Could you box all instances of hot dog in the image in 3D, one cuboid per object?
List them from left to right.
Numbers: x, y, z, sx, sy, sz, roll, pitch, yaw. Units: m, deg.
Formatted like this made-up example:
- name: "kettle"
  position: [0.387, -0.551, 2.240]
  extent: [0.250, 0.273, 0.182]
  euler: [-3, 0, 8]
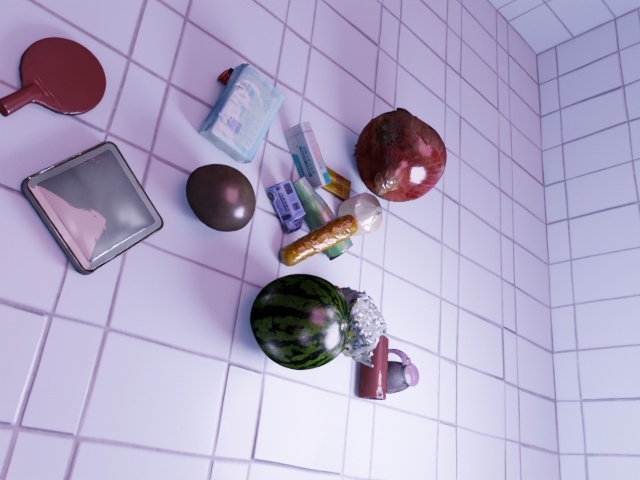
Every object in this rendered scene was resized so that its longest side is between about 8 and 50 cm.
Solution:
- name: "hot dog"
  position: [-0.001, 0.001, 1.896]
  extent: [0.286, 0.061, 0.087]
  euler: [-32, 110, -16]

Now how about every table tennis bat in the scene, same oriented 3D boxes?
- name: "table tennis bat"
  position: [-0.663, -0.392, 1.448]
  extent: [0.200, 0.038, 0.310]
  euler: [55, 45, -17]

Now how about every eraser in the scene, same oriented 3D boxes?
- name: "eraser"
  position: [-0.044, -0.283, 1.998]
  extent: [0.052, 0.096, 0.225]
  euler: [-22, 93, -43]

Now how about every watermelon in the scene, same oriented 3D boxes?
- name: "watermelon"
  position: [-0.053, 0.233, 1.700]
  extent: [0.285, 0.285, 0.284]
  euler: [17, 66, -41]

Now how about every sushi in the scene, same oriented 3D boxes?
- name: "sushi"
  position: [0.104, 0.272, 1.904]
  extent: [0.274, 0.184, 0.139]
  euler: [56, 47, -18]

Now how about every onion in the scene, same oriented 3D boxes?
- name: "onion"
  position: [0.288, -0.313, 2.187]
  extent: [0.354, 0.354, 0.353]
  euler: [17, 66, -41]

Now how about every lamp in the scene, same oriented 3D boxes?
- name: "lamp"
  position: [-0.555, -0.086, 1.452]
  extent: [0.266, 0.047, 0.269]
  euler: [-42, 107, -45]

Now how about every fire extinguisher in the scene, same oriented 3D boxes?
- name: "fire extinguisher"
  position: [0.180, 0.405, 2.005]
  extent: [0.105, 0.105, 0.268]
  euler: [22, 65, -39]

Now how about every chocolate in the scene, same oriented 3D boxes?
- name: "chocolate"
  position: [-0.003, -0.081, 1.977]
  extent: [0.110, 0.110, 0.291]
  euler: [-43, 106, -44]

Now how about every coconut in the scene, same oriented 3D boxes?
- name: "coconut"
  position: [0.151, -0.093, 2.093]
  extent: [0.147, 0.153, 0.147]
  euler: [15, 66, -39]

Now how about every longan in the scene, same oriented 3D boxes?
- name: "longan"
  position: [-0.277, -0.122, 1.648]
  extent: [0.212, 0.198, 0.198]
  euler: [54, 46, -16]

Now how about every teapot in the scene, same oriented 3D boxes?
- name: "teapot"
  position: [0.275, 0.459, 2.044]
  extent: [0.116, 0.146, 0.148]
  euler: [29, 57, -36]

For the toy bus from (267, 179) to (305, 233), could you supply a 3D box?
- name: "toy bus"
  position: [-0.104, -0.109, 1.896]
  extent: [0.073, 0.076, 0.167]
  euler: [-32, 100, -46]

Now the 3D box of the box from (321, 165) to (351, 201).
- name: "box"
  position: [0.050, -0.206, 2.122]
  extent: [0.156, 0.022, 0.088]
  euler: [28, 59, -36]

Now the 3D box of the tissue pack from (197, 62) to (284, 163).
- name: "tissue pack"
  position: [-0.241, -0.390, 1.809]
  extent: [0.177, 0.089, 0.263]
  euler: [37, 66, -32]

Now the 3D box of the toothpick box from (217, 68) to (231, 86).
- name: "toothpick box"
  position: [-0.284, -0.498, 1.861]
  extent: [0.083, 0.047, 0.047]
  euler: [45, 50, -27]

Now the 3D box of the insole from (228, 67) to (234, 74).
- name: "insole"
  position: [-0.256, -0.510, 1.924]
  extent: [0.135, 0.002, 0.045]
  euler: [47, 50, -24]
